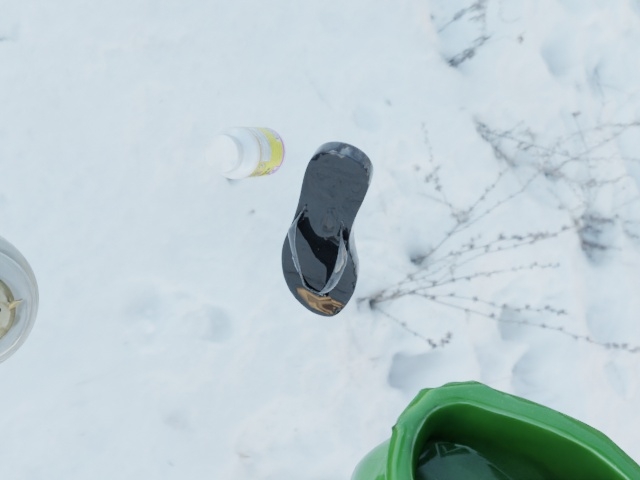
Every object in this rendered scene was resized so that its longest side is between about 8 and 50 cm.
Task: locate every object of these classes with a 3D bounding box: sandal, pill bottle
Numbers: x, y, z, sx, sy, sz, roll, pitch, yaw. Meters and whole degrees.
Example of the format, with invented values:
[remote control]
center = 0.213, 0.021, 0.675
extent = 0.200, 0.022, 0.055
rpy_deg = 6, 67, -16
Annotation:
[sandal]
center = -0.001, -0.001, 0.949
extent = 0.097, 0.254, 0.054
rpy_deg = 15, 44, 10
[pill bottle]
center = -0.063, -0.073, 0.683
extent = 0.083, 0.043, 0.043
rpy_deg = -18, 89, -67

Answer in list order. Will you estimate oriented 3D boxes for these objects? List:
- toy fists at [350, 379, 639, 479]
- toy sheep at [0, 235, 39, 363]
[toy fists]
center = 0.134, 0.166, 0.327
extent = 0.279, 0.142, 0.096
rpy_deg = 22, 57, 17
[toy sheep]
center = -0.198, 0.030, 0.440
extent = 0.091, 0.132, 0.091
rpy_deg = -2, 94, -29
